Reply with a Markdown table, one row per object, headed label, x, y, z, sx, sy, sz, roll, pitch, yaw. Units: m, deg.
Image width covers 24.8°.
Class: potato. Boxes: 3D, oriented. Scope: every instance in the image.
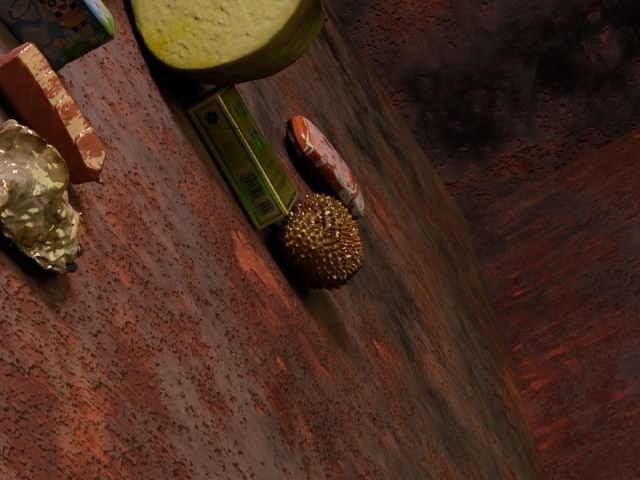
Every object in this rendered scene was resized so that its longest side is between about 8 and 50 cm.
| label | x | y | z | sx | sy | sz | roll | pitch | yaw |
| --- | --- | --- | --- | --- | --- | --- | --- | --- | --- |
| potato | -0.147 | -0.323 | 2.245 | 0.330 | 0.213 | 0.280 | 26 | -3 | 23 |

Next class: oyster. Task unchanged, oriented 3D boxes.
| label | x | y | z | sx | sy | sz | roll | pitch | yaw |
| --- | --- | --- | --- | --- | --- | --- | --- | --- | --- |
| oyster | -0.276 | -0.038 | 1.409 | 0.163 | 0.081 | 0.191 | 65 | 15 | -9 |

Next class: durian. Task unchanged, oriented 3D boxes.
| label | x | y | z | sx | sy | sz | roll | pitch | yaw |
| --- | --- | --- | --- | --- | --- | --- | --- | --- | --- |
| durian | 0.000 | 0.000 | 2.316 | 0.168 | 0.137 | 0.158 | 47 | 41 | -26 |

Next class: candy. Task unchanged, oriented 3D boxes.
| label | x | y | z | sx | sy | sz | roll | pitch | yaw |
| --- | --- | --- | --- | --- | --- | --- | --- | --- | --- |
| candy | -0.330 | -0.293 | 1.678 | 0.194 | 0.097 | 0.062 | 53 | 16 | -38 |

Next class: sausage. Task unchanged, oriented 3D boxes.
| label | x | y | z | sx | sy | sz | roll | pitch | yaw |
| --- | --- | --- | --- | --- | --- | --- | --- | --- | --- |
| sausage | -0.288 | -0.131 | 1.580 | 0.169 | 0.065 | 0.065 | 58 | 13 | -20 |

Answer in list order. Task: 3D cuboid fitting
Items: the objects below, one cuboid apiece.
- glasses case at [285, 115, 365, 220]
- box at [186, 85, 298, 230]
| label | x | y | z | sx | sy | sz | roll | pitch | yaw |
| --- | --- | --- | --- | --- | --- | --- | --- | --- | --- |
| glasses case | 0.011 | -0.136 | 2.786 | 0.267 | 0.067 | 0.103 | 49 | 19 | -45 |
| box | -0.120 | -0.136 | 2.272 | 0.220 | 0.064 | 0.141 | 61 | 13 | -11 |
